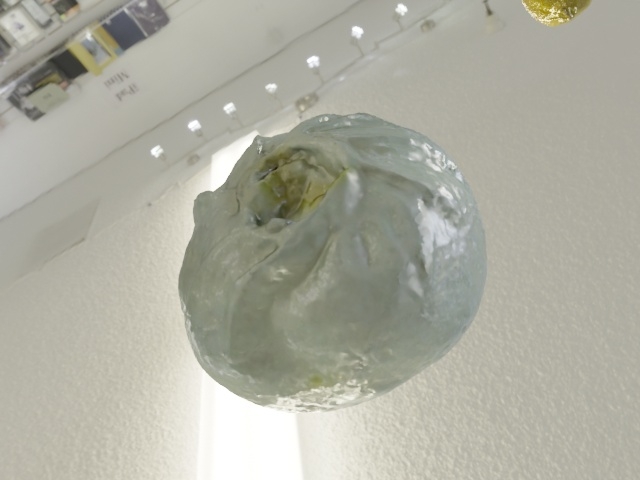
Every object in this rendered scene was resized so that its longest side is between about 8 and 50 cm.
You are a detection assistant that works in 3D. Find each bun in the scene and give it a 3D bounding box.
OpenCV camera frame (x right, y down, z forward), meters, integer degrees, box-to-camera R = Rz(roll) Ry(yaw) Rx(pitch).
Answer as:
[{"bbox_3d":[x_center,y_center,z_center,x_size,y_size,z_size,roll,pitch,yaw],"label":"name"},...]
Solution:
[{"bbox_3d":[0.000,0.000,0.629,0.362,0.211,0.361,-20,-139,18],"label":"bun"}]

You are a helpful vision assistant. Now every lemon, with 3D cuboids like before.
[{"bbox_3d":[0.278,-0.299,0.681,0.082,0.082,0.110,-23,-119,17],"label":"lemon"}]
